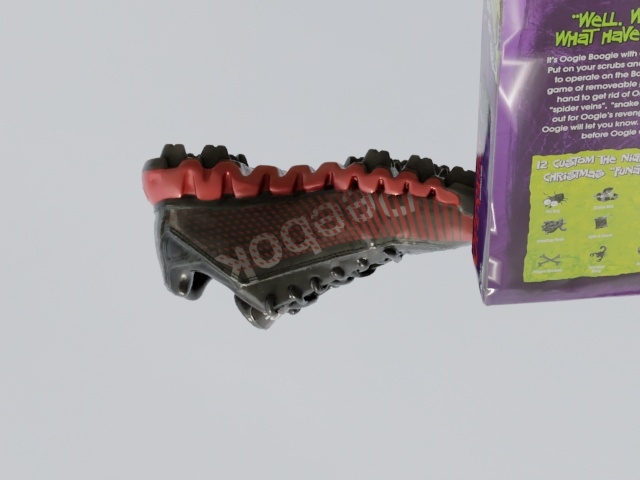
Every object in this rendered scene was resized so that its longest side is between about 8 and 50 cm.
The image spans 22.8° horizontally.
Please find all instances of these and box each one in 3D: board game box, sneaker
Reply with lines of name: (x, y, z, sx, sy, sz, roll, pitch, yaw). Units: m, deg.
board game box: (0.245, -0.071, 0.715, 0.347, 0.208, 0.056, -4, -135, -3)
sneaker: (0.000, 0.000, 1.164, 0.276, 0.097, 0.135, 1, -94, 14)
